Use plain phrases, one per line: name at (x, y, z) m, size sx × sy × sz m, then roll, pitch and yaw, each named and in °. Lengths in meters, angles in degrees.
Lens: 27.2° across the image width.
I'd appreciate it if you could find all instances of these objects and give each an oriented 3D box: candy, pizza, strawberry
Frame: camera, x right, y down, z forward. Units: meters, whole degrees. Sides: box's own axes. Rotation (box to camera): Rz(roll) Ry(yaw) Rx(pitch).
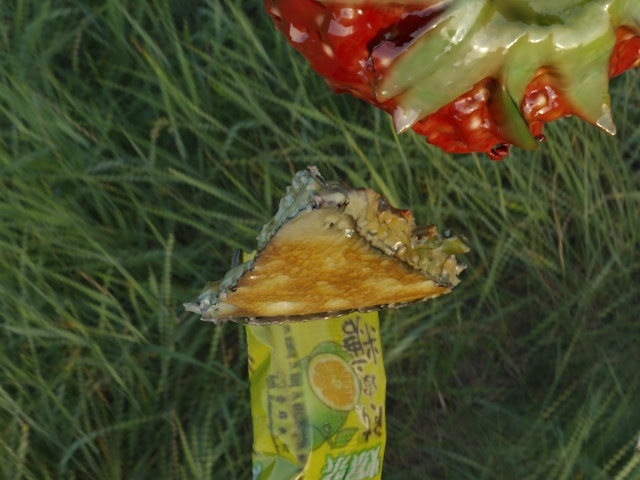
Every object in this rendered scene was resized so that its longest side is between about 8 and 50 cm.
candy at (-0.008, 0.153, 1.267) m, size 0.081 × 0.187 × 0.297 m, roll 1°, pitch 92°, yaw 48°
pizza at (0.000, 0.000, 0.796) m, size 0.185 × 0.195 × 0.052 m, roll -10°, pitch 68°, yaw 0°
strawberry at (0.063, -0.206, 0.814) m, size 0.292 × 0.292 × 0.343 m, roll -38°, pitch 28°, yaw -5°

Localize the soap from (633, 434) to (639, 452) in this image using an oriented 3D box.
soap at (0.475, 0.239, 1.430) m, size 0.258 × 0.160 × 0.080 m, roll 21°, pitch 83°, yaw 16°
